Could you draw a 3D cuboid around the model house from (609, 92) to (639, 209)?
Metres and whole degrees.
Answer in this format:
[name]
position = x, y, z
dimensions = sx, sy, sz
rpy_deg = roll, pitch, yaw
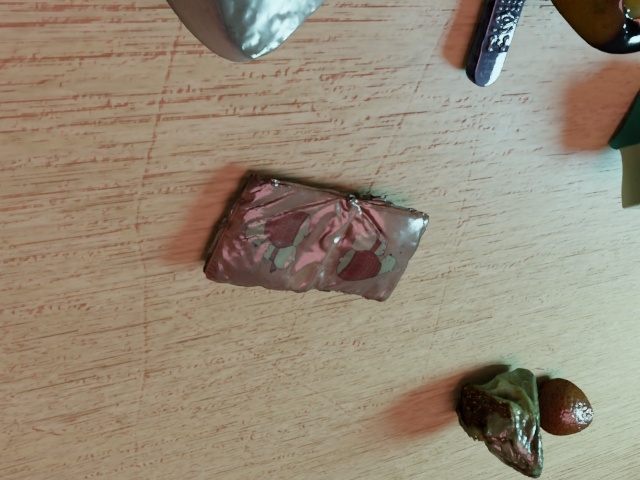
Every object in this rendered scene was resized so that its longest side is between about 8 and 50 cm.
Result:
[model house]
position = 0.457, -0.120, 0.972
dimensions = 0.100, 0.148, 0.127
rpy_deg = -4, 174, -33

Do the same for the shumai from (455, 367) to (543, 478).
[shumai]
position = 0.294, 0.310, 1.249
dimensions = 0.142, 0.184, 0.184
rpy_deg = -2, 140, 15

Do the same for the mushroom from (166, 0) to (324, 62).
[mushroom]
position = -0.090, -0.303, 0.438
dimensions = 0.177, 0.126, 0.397
rpy_deg = -41, 139, -9

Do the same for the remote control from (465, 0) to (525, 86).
[remote control]
position = 0.180, -0.229, 0.759
dimensions = 0.044, 0.027, 0.152
rpy_deg = -3, 128, -24

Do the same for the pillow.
[pillow]
position = 0.000, 0.000, 0.838
dimensions = 0.248, 0.049, 0.135
rpy_deg = 8, 122, -33

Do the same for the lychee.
[lychee]
position = 0.423, 0.295, 1.363
dimensions = 0.101, 0.140, 0.114
rpy_deg = -51, 174, 6

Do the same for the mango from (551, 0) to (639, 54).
[mango]
position = 0.324, -0.283, 0.700
dimensions = 0.287, 0.152, 0.201
rpy_deg = -11, 130, -29
